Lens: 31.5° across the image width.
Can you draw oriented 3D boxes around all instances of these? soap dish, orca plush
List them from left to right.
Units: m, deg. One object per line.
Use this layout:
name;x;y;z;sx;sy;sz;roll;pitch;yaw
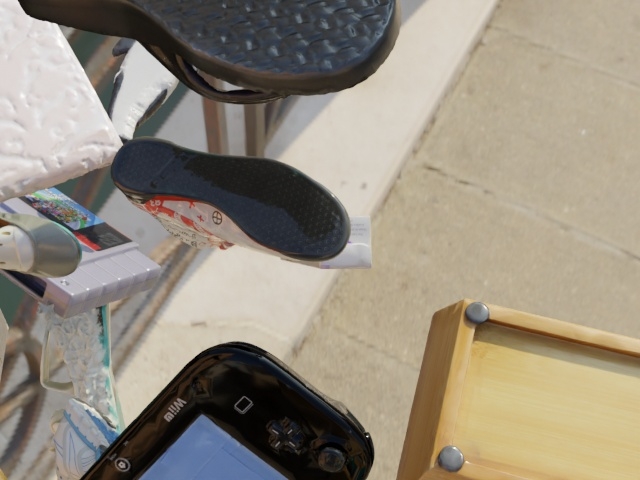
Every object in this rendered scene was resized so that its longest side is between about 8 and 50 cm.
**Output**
orca plush;-0.261;-0.239;1.831;0.151;0.102;0.287;2;65;11
soap dish;0.231;0.184;1.079;0.291;0.118;0.228;13;57;6

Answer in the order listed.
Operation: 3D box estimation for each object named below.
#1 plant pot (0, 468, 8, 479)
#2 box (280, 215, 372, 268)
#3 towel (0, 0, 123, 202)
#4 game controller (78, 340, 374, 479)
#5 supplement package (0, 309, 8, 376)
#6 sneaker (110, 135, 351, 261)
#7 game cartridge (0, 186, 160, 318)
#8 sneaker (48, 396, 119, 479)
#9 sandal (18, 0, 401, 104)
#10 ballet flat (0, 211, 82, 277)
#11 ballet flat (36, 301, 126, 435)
plant pot;-0.403;0.244;1.066;0.254;0.237;0.237;37;67;8
box;0.000;0.000;1.452;0.067;0.324;0.063;-2;91;-11
towel;-0.457;-0.174;1.385;0.332;0.053;0.317;-24;75;-24
game controller;-0.104;0.214;0.926;0.166;0.319;0.067;35;27;-16
supplement package;-0.568;0.182;1.714;0.139;0.133;0.244;-10;40;0
sneaker;-0.079;-0.030;1.203;0.270;0.145;0.090;17;77;18
game cartridge;-0.453;-0.012;1.814;0.355;0.068;0.230;32;28;20
sneaker;-0.250;0.256;1.257;0.083;0.071;0.191;-54;37;1
sandal;-0.093;-0.196;0.959;0.446;0.107;0.167;25;62;41
ballet flat;-0.350;0.003;1.232;0.213;0.072;0.068;17;28;35
ballet flat;-0.398;0.255;1.913;0.147;0.408;0.147;-4;17;1
